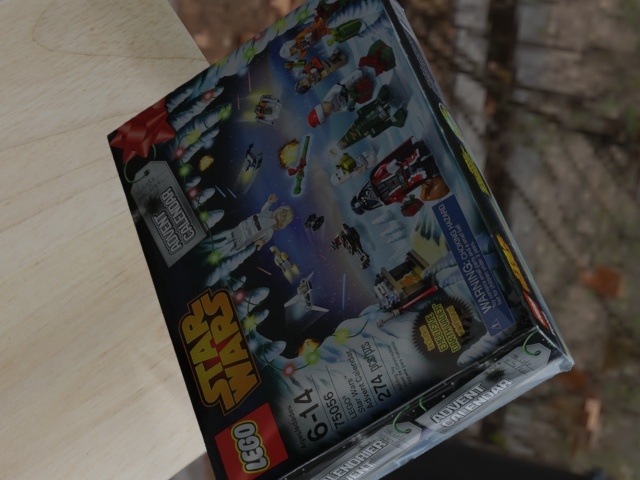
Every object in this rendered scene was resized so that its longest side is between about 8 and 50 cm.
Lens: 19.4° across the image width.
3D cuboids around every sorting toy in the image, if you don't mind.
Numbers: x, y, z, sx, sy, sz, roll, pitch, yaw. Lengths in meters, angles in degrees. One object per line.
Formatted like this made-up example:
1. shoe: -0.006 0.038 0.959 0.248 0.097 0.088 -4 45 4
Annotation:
1. sorting toy: -0.146 -0.010 0.650 0.257 0.089 0.255 -32 89 -49

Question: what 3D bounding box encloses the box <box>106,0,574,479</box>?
1. box: 0.000 0.000 0.509 0.027 0.094 0.137 41 21 -49
